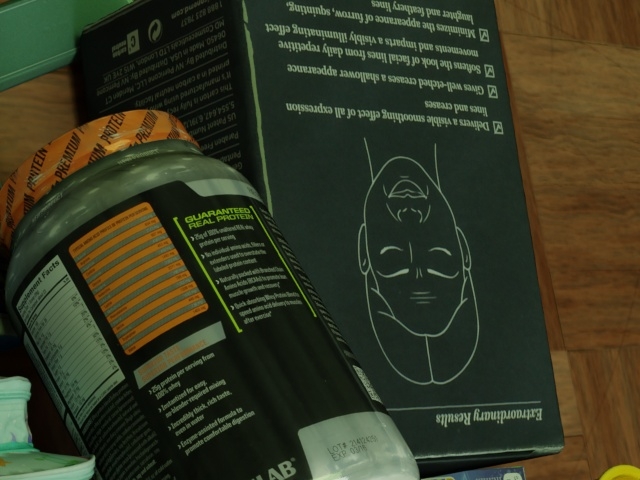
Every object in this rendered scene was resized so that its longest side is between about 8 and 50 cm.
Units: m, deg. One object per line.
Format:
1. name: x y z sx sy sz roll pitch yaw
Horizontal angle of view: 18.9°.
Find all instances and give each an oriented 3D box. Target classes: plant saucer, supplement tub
1. plant saucer: -0.220 -0.173 1.569 0.192 0.018 0.067 -29 94 -43
2. supplement tub: -0.087 0.079 1.293 0.193 0.193 0.316 -8 59 -43

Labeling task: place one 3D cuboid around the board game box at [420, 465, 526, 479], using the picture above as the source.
1. board game box: 0.141 0.304 1.703 0.136 0.035 0.201 3 72 -41

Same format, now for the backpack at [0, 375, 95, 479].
1. backpack: -0.262 0.176 1.211 0.225 0.253 0.191 2 89 -42

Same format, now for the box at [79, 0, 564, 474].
1. box: 0.000 0.000 1.558 0.293 0.212 0.395 3 75 -42

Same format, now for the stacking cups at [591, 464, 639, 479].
1. stacking cups: 0.127 0.243 1.518 0.096 0.316 0.096 14 68 -39

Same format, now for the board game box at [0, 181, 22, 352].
1. board game box: -0.297 -0.068 1.288 0.308 0.086 0.302 44 29 -83
